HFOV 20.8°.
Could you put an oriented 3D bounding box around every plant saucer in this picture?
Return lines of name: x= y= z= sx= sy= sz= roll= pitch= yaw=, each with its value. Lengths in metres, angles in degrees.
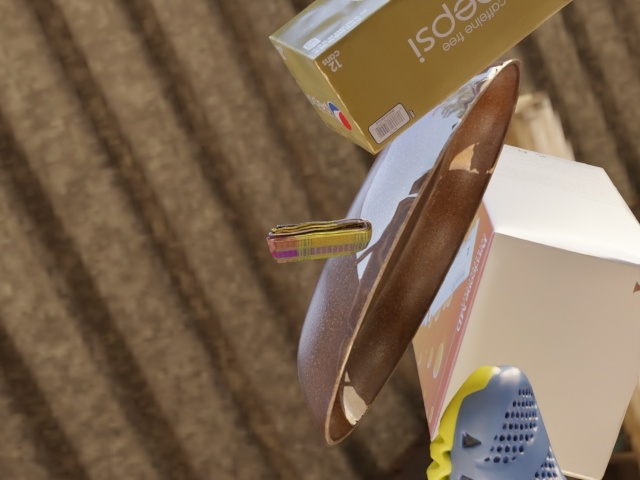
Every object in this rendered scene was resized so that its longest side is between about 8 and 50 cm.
plant saucer: x=0.059 y=0.001 z=1.272 sx=0.310 sy=0.050 sz=0.310 roll=-58 pitch=-13 yaw=-23

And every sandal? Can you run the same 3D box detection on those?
sandal: x=0.179 y=0.232 z=1.343 sx=0.126 sy=0.138 sz=0.317 roll=-46 pitch=-53 yaw=-40

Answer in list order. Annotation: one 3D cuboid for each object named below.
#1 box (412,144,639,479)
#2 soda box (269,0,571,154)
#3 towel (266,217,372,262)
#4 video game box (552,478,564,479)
box: x=0.200 y=0.053 z=1.706 sx=0.168 sy=0.345 sz=0.215 roll=13 pitch=-73 yaw=-6
soda box: x=0.070 y=-0.122 z=0.811 sx=0.181 sy=0.061 sz=0.058 roll=-38 pitch=-64 yaw=-8
towel: x=0.000 y=0.000 z=1.011 sx=0.083 sy=0.060 sz=0.009 roll=84 pitch=180 yaw=-80
video game box: x=0.221 y=0.277 z=1.183 sx=0.205 sy=0.048 sz=0.187 roll=19 pitch=-94 yaw=-28
